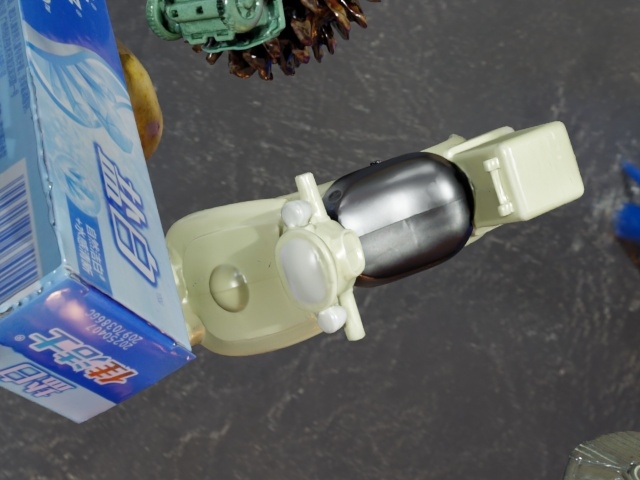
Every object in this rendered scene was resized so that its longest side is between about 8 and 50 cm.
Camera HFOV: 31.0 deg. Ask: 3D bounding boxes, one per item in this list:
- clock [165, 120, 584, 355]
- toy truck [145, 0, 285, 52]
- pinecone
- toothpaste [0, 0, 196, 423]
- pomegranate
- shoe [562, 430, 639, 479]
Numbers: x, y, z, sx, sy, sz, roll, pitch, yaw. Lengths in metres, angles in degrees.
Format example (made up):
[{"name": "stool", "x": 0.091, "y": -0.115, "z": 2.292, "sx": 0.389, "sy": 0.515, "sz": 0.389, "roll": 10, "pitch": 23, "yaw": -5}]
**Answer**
[{"name": "clock", "x": 0.000, "y": 0.000, "z": 0.912, "sx": 0.379, "sy": 0.276, "sz": 0.120, "roll": -25, "pitch": 97, "yaw": -34}, {"name": "toy truck", "x": -0.130, "y": -0.371, "z": 1.402, "sx": 0.156, "sy": 0.155, "sz": 0.278, "roll": -29, "pitch": 113, "yaw": -45}, {"name": "pinecone", "x": -0.081, "y": -0.371, "z": 1.718, "sx": 0.296, "sy": 0.242, "sz": 0.298, "roll": -33, "pitch": 125, "yaw": 27}, {"name": "toothpaste", "x": -0.105, "y": -0.069, "z": 0.404, "sx": 0.053, "sy": 0.272, "sz": 0.066, "roll": -32, "pitch": 141, "yaw": 15}, {"name": "pomegranate", "x": -0.373, "y": -0.179, "z": 1.712, "sx": 0.270, "sy": 0.229, "sz": 0.252, "roll": -34, "pitch": 123, "yaw": -12}, {"name": "shoe", "x": 0.256, "y": 0.293, "z": 1.058, "sx": 0.293, "sy": 0.109, "sz": 0.149, "roll": -29, "pitch": 130, "yaw": -56}]
